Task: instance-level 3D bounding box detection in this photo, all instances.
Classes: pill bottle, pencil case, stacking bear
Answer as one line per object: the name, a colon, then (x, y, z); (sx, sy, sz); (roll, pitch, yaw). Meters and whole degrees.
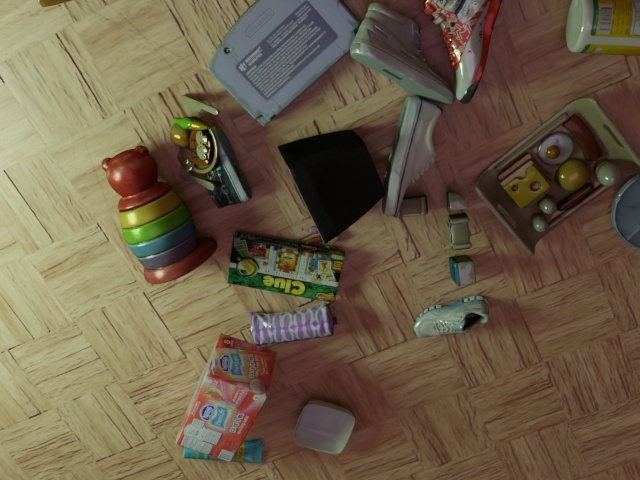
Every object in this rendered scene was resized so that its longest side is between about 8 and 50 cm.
pill bottle: (0.599, -0.421, 1.467); (0.209, 0.117, 0.117); (3, 115, 1)
pencil case: (-0.066, 0.198, 1.798); (0.206, 0.086, 0.088); (-9, 81, 4)
stacking bear: (-0.371, -0.064, 1.649); (0.176, 0.164, 0.288); (-19, 108, 10)

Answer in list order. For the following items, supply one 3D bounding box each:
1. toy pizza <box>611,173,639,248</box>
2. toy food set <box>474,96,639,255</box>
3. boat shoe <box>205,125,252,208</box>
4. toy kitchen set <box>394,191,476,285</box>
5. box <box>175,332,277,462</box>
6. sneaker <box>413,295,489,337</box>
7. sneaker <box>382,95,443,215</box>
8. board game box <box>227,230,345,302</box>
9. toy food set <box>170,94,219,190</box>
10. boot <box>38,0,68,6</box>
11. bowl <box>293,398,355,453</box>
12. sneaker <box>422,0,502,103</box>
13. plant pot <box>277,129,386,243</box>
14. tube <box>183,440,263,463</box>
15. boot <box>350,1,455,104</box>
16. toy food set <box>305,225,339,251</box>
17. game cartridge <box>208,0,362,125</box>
toy pizza: (0.748, -0.072, 1.673); (0.201, 0.032, 0.201); (1, 116, 2)
toy food set: (0.515, -0.131, 1.619); (0.306, 0.092, 0.220); (-39, 108, 17)
boat shoe: (-0.224, -0.155, 1.646); (0.083, 0.065, 0.183); (-18, 113, 12)
toy kitchen set: (0.252, -0.002, 1.695); (0.166, 0.122, 0.207); (-6, 95, 5)
box: (-0.230, 0.384, 1.819); (0.154, 0.142, 0.299); (20, 129, -7)
sneaker: (0.312, 0.192, 1.783); (0.191, 0.083, 0.071); (-23, 114, 13)
sneaker: (0.195, -0.171, 1.587); (0.091, 0.094, 0.258); (14, 100, -5)
board game box: (-0.082, 0.064, 1.754); (0.260, 0.030, 0.136); (10, 123, -1)
toy food set: (-0.272, -0.203, 1.606); (0.132, 0.039, 0.192); (23, 121, 33)
boot: (-0.447, -0.598, 1.452); (0.281, 0.096, 0.264); (-1, 123, 10)
bowl: (0.008, 0.473, 1.939); (0.142, 0.053, 0.141); (17, 114, -7)
sneaker: (0.266, -0.417, 1.497); (0.145, 0.090, 0.270); (11, 111, -2)
plant pot: (0.030, -0.134, 1.595); (0.167, 0.188, 0.187); (-26, 112, -1)
tube: (-0.257, 0.556, 1.993); (0.207, 0.052, 0.080); (5, 125, -8)
boot: (0.187, -0.377, 1.515); (0.258, 0.095, 0.123); (23, 87, -30)
toy food set: (0.000, 0.000, 1.738); (0.078, 0.019, 0.122); (23, 121, -8)
game cartridge: (-0.076, -0.399, 1.535); (0.297, 0.062, 0.198); (-38, 104, 18)
